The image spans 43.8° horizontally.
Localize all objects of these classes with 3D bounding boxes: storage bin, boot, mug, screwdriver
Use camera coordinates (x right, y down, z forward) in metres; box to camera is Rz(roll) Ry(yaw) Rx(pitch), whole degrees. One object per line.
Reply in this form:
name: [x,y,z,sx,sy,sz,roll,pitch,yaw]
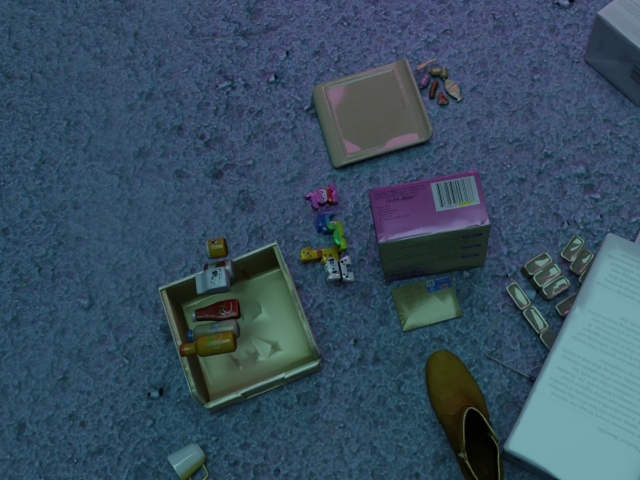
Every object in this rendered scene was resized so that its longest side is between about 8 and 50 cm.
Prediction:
storage bin: [-0.160,0.181,1.635,0.262,0.123,0.260,-21,67,-1]
boot: [0.271,0.319,1.471,0.104,0.211,0.295,-18,67,0]
mug: [-0.261,0.443,1.591,0.064,0.078,0.062,-34,35,-15]
screwdriver: [0.400,0.267,1.576,0.170,0.024,0.025,22,102,18]

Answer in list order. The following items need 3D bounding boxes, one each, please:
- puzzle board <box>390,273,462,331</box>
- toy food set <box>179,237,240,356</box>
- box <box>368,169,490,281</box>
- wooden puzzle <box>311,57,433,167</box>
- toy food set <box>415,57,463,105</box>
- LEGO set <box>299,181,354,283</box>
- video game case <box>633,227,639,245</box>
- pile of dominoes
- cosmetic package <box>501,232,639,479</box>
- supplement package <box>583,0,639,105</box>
puzzle board: [0.221,0.130,1.660,0.128,0.011,0.096,-15,66,1]
toy food set: [-0.219,0.116,1.542,0.105,0.111,0.232,-10,70,4]
box: [0.218,-0.022,1.594,0.214,0.243,0.117,-10,68,5]
wooden puzzle: [0.116,-0.290,1.826,0.239,0.044,0.220,-18,68,6]
toy food set: [0.270,-0.359,1.841,0.078,0.019,0.122,-25,75,-2]
LEGO set: [0.000,0.000,1.699,0.093,0.087,0.227,-7,67,-11]
video game case: [0.817,-0.012,1.615,0.300,0.036,0.329,25,75,17]
pile of dominoes: [0.513,0.135,1.615,0.196,0.040,0.251,-32,76,-5]
cosmetic package: [0.533,0.243,1.461,0.230,0.161,0.453,26,77,18]
supplement package: [0.754,-0.473,1.727,0.293,0.177,0.175,-38,68,-6]
